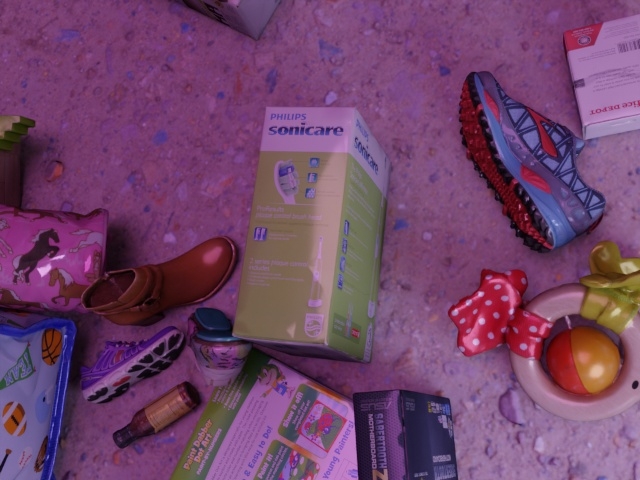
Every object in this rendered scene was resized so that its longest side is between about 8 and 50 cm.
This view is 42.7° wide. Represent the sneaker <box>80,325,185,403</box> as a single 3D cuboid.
[{"bbox_3d":[-0.270,0.161,1.144,0.170,0.068,0.071,-30,64,8],"label":"sneaker"}]

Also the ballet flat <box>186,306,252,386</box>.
[{"bbox_3d":[-0.134,0.141,1.048,0.076,0.221,0.079,5,94,-16],"label":"ballet flat"}]

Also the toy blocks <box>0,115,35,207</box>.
[{"bbox_3d":[-0.621,-0.053,1.260,0.381,0.191,0.261,0,89,7],"label":"toy blocks"}]

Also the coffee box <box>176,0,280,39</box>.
[{"bbox_3d":[-0.191,-0.451,1.231,0.297,0.119,0.168,28,86,15],"label":"coffee box"}]

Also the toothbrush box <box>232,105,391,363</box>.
[{"bbox_3d":[0.000,0.000,1.027,0.122,0.206,0.283,4,79,18],"label":"toothbrush box"}]

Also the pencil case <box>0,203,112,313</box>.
[{"bbox_3d":[-0.478,0.008,1.101,0.386,0.160,0.167,9,61,-20],"label":"pencil case"}]

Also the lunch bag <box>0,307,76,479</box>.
[{"bbox_3d":[-0.535,0.271,1.100,0.327,0.239,0.386,7,89,16],"label":"lunch bag"}]

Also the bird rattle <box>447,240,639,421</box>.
[{"bbox_3d":[0.289,0.114,0.959,0.253,0.143,0.207,-20,88,14],"label":"bird rattle"}]

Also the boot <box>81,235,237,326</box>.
[{"bbox_3d":[-0.214,0.051,1.106,0.197,0.152,0.073,-39,69,5],"label":"boot"}]

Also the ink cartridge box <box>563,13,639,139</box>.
[{"bbox_3d":[0.372,-0.207,1.045,0.099,0.056,0.135,-10,73,15],"label":"ink cartridge box"}]

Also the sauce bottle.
[{"bbox_3d":[-0.227,0.242,1.123,0.128,0.042,0.042,-33,70,9],"label":"sauce bottle"}]

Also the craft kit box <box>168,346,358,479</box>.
[{"bbox_3d":[-0.054,0.295,1.051,0.246,0.061,0.250,26,85,18],"label":"craft kit box"}]

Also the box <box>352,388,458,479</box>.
[{"bbox_3d":[0.104,0.264,0.914,0.059,0.232,0.183,-8,74,21],"label":"box"}]

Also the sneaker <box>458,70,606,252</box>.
[{"bbox_3d":[0.269,-0.110,1.047,0.125,0.104,0.262,-19,70,-12],"label":"sneaker"}]
